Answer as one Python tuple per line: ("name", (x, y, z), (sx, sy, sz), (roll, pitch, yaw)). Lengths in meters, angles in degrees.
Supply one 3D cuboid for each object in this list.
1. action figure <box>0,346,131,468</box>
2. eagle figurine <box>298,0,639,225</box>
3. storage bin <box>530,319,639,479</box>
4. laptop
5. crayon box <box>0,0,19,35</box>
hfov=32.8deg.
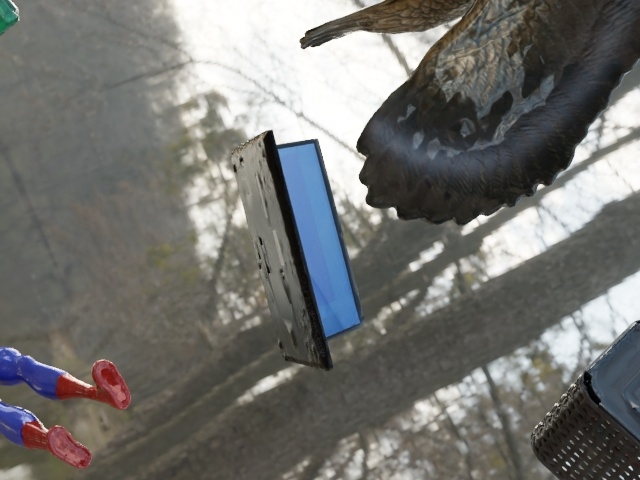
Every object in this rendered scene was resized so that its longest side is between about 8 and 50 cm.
("action figure", (-0.291, 0.083, 0.842), (0.280, 0.091, 0.139), (6, -40, 38))
("eagle figurine", (0.127, -0.185, 0.758), (0.225, 0.226, 0.298), (35, -55, 8))
("storage bin", (0.265, 0.162, 0.810), (0.180, 0.122, 0.084), (42, -46, 17))
("laptop", (0.000, 0.000, 1.149), (0.264, 0.136, 0.234), (170, -95, -74))
("crayon box", (-0.279, -0.144, 0.545), (0.278, 0.165, 0.081), (49, -3, 41))
